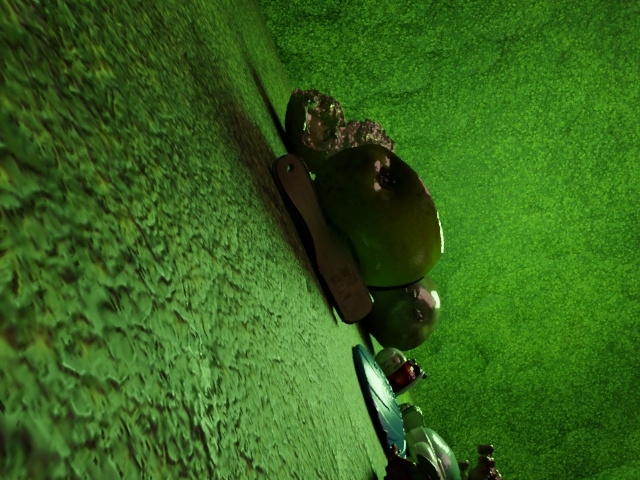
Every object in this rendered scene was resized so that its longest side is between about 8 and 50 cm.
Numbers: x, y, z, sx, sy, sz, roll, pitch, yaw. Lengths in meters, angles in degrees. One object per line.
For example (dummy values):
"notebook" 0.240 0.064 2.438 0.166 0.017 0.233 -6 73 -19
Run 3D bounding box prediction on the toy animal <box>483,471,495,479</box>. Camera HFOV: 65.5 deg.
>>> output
"toy animal" 0.336 0.621 1.045 0.197 0.273 0.160 26 -11 -28

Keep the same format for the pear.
"pear" 0.082 -0.049 0.910 0.292 0.159 0.292 44 -21 22

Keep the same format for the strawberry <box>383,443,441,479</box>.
"strawberry" 0.142 0.371 0.660 0.175 0.107 0.236 27 -21 40

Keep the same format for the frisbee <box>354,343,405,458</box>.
"frisbee" 0.124 0.311 0.954 0.242 0.045 0.242 -20 90 -84

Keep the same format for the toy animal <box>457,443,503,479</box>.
"toy animal" 0.368 0.605 1.161 0.158 0.097 0.313 -71 161 -68

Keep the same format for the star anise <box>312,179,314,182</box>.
"star anise" 0.005 -0.070 1.239 0.140 0.144 0.159 10 -53 42

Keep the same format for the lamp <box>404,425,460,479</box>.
"lamp" 0.262 0.522 1.151 0.246 0.107 0.180 54 11 -67

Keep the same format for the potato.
"potato" 0.229 0.188 1.424 0.326 0.220 0.243 -65 177 -75

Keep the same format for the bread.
"bread" 0.019 -0.243 1.266 0.314 0.192 0.171 27 52 -32

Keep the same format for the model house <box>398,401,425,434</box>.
"model house" 0.241 0.471 1.338 0.083 0.066 0.079 -95 164 -75

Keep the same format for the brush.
"brush" 0.000 0.000 0.865 0.328 0.069 0.065 65 -12 -22

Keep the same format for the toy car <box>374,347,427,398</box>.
"toy car" 0.178 0.315 1.213 0.112 0.112 0.139 53 -7 9
